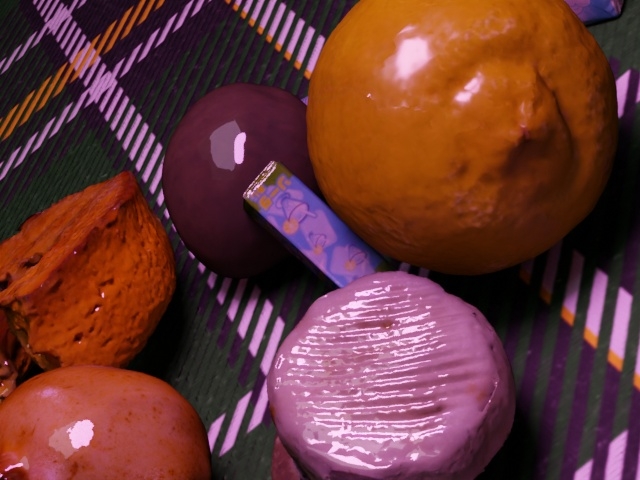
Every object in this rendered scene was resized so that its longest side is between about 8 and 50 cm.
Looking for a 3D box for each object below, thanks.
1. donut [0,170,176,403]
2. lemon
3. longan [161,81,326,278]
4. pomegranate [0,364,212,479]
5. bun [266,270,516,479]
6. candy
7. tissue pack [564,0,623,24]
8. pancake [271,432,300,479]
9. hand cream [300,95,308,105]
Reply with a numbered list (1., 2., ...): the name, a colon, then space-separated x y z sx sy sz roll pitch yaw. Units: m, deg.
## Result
1. donut: -0.342 0.078 1.524 0.435 0.163 0.377 -21 25 43
2. lemon: 0.142 -0.126 1.234 0.348 0.348 0.348 -24 40 22
3. longan: -0.095 -0.074 1.484 0.248 0.248 0.248 -24 40 22
4. pomegranate: -0.243 0.256 1.241 0.264 0.264 0.264 -24 40 22
5. bun: 0.068 0.154 1.110 0.239 0.141 0.239 -11 52 14
6. candy: 0.000 0.000 1.321 0.062 0.194 0.097 -48 -1 -8
7. tissue pack: 0.229 -0.351 1.490 0.271 0.201 0.124 -10 43 32
8. pancake: 0.059 0.206 1.202 0.236 0.042 0.222 -34 40 5
9. hand cream: -0.027 -0.166 1.647 0.271 0.058 0.091 -24 51 26
